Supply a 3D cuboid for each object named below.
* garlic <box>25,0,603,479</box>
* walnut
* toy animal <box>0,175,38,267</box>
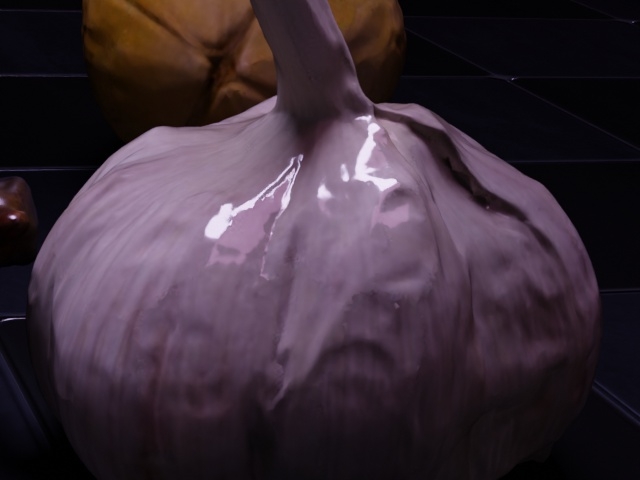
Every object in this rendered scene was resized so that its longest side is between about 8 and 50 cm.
[{"bbox_3d":[-0.002,-0.012,0.676,0.218,0.212,0.218,1,22,0],"label":"garlic"},{"bbox_3d":[-0.041,-0.123,1.082,0.193,0.193,0.226,9,15,12],"label":"walnut"},{"bbox_3d":[-0.250,0.015,0.648,0.298,0.122,0.185,-13,10,-2],"label":"toy animal"}]
